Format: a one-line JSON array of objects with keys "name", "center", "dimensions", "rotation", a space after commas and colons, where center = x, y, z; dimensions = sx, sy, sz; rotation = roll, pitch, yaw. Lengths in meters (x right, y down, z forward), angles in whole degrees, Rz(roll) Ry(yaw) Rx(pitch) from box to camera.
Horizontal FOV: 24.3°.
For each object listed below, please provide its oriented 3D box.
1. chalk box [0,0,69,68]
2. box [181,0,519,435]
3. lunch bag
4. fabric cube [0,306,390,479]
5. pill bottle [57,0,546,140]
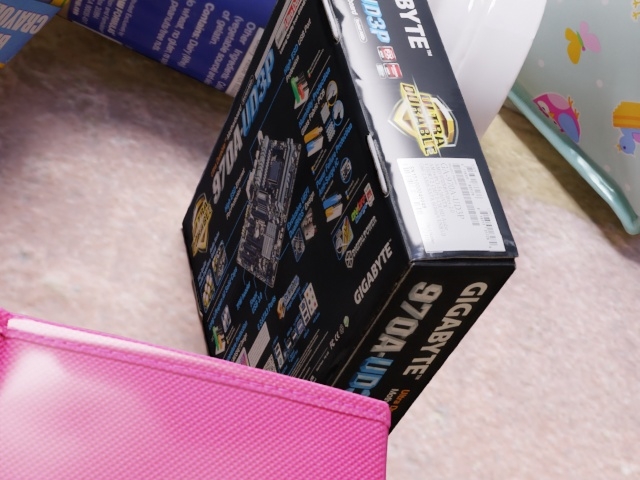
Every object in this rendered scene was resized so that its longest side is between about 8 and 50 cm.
[{"name": "chalk box", "center": [-0.237, -0.147, 0.664], "dimensions": [0.289, 0.179, 0.180], "rotation": [-44, 76, 2]}, {"name": "box", "center": [0.000, 0.000, 0.679], "dimensions": [0.051, 0.220, 0.175], "rotation": [0, 54, -23]}, {"name": "lunch bag", "center": [0.201, -0.175, 0.913], "dimensions": [0.160, 0.223, 0.262], "rotation": [-17, 62, -41]}, {"name": "fabric cube", "center": [-0.141, 0.188, 0.443], "dimensions": [0.259, 0.254, 0.258], "rotation": [15, 51, -16]}, {"name": "pill bottle", "center": [-0.017, -0.149, 0.832], "dimensions": [0.265, 0.153, 0.153], "rotation": [24, 48, -8]}]
